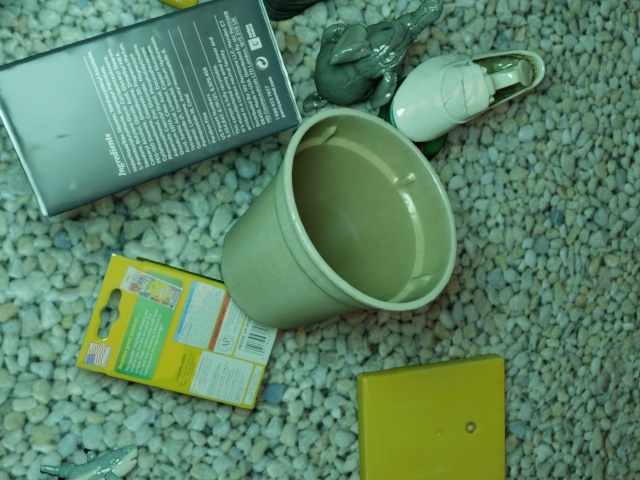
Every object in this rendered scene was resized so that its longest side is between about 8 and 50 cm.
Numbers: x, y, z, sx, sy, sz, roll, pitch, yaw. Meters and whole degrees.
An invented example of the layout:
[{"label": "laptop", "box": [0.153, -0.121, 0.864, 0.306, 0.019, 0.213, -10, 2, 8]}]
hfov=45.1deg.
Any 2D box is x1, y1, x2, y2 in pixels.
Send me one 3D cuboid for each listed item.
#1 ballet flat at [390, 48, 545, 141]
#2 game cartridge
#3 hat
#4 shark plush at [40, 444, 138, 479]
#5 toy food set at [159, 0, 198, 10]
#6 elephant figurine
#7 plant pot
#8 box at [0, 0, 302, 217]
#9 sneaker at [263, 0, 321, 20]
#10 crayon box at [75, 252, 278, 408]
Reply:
[{"label": "ballet flat", "box": [0.285, -0.285, 1.406, 0.400, 0.139, 0.139, -28, 106, -42]}, {"label": "game cartridge", "box": [0.231, 0.391, 1.587, 0.323, 0.052, 0.286, -4, 97, -18]}, {"label": "hat", "box": [0.216, -0.202, 1.428, 0.172, 0.183, 0.209, 17, 94, -30]}, {"label": "shark plush", "box": [-0.404, 0.398, 1.358, 0.161, 0.073, 0.067, -2, 77, 0]}, {"label": "toy food set", "box": [-0.229, -0.500, 1.275, 0.104, 0.111, 0.232, 19, 92, -22]}, {"label": "elephant figurine", "box": [0.086, -0.320, 1.346, 0.169, 0.239, 0.186, -1, 97, -21]}, {"label": "plant pot", "box": [0.000, 0.000, 1.279, 0.333, 0.305, 0.334, 17, 59, -31]}, {"label": "box", "box": [-0.277, -0.208, 1.193, 0.395, 0.293, 0.212, -24, 103, -17]}, {"label": "sneaker", "box": [0.027, -0.475, 1.367, 0.286, 0.130, 0.109, -33, 105, -16]}, {"label": "crayon box", "box": [-0.244, 0.157, 1.359, 0.322, 0.083, 0.203, 19, 88, -22]}]
